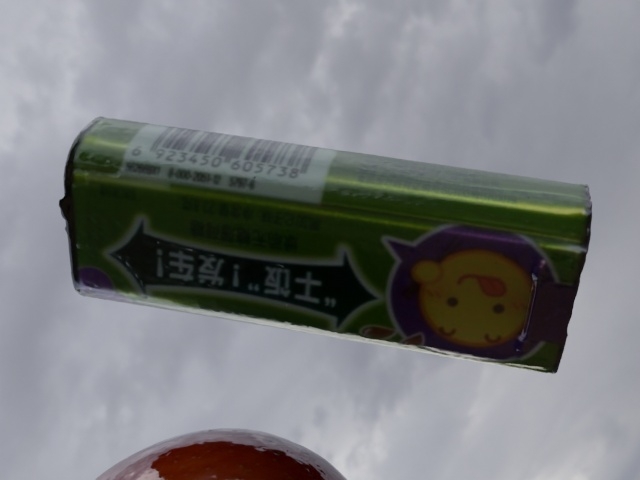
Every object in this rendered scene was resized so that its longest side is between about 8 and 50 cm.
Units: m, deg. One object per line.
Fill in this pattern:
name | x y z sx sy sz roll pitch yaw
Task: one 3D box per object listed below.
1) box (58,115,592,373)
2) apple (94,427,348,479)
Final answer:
box | 0.000 0.000 0.642 0.097 0.346 0.134 -70 -14 -59
apple | -0.061 0.223 0.549 0.201 0.218 0.218 -6 -60 -49
